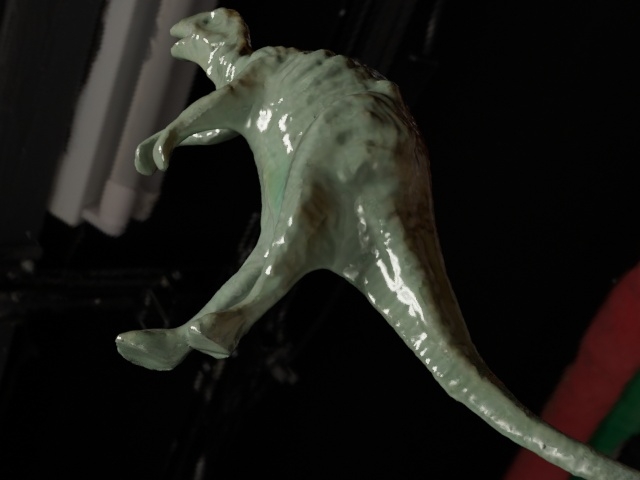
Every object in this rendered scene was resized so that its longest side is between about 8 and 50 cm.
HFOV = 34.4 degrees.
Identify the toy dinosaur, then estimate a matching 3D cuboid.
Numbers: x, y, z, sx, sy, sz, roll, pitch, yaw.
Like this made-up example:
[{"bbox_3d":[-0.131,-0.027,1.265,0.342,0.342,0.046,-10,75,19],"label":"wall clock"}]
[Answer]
[{"bbox_3d":[0.000,0.000,0.523,0.205,0.392,0.092,-48,-36,-17],"label":"toy dinosaur"}]
